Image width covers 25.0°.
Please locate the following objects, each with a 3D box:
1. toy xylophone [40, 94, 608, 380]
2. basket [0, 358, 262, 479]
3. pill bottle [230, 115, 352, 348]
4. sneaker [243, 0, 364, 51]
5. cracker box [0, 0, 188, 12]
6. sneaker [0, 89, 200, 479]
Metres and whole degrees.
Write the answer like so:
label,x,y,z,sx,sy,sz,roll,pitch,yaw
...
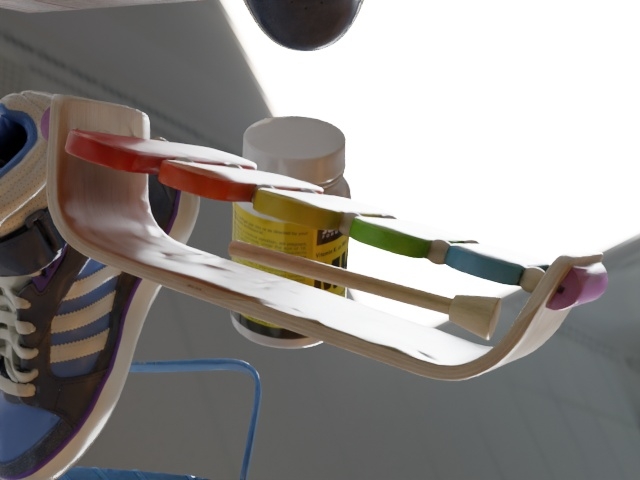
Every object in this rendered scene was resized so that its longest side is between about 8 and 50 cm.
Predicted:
label,x,y,z,sx,sy,sz,roll,pitch,yaw
toy xylophone,0.000,0.000,0.828,0.236,0.323,0.081,-14,-59,-79
basket,-0.190,0.253,1.441,0.201,0.255,0.288,83,-172,-61
pill bottle,-0.029,-0.009,1.419,0.119,0.119,0.208,-86,-1,-60
sneaker,-0.010,-0.280,1.104,0.148,0.131,0.350,-99,7,-52
cracker box,-0.183,-0.264,1.137,0.067,0.232,0.155,3,-88,-48
sneaker,-0.257,0.033,1.182,0.130,0.322,0.236,28,180,45
